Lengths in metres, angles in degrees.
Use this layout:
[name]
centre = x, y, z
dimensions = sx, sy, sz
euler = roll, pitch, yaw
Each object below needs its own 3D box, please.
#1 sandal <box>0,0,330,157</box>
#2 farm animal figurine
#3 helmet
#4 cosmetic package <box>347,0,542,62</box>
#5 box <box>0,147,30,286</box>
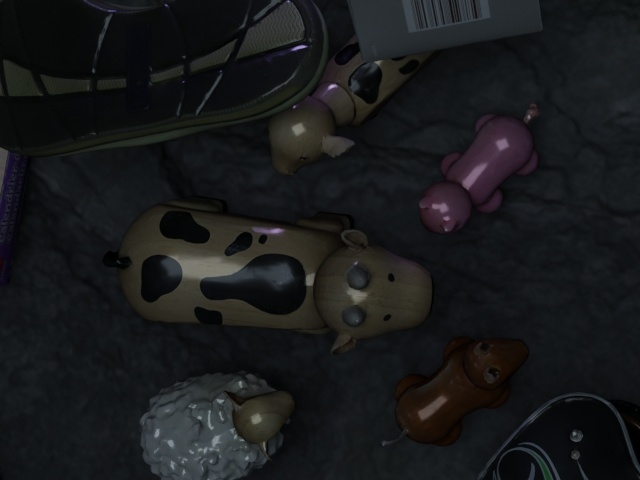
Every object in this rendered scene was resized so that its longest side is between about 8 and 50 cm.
[sandal]
centre = -0.121, -0.111, 1.229
dimensions = 0.303, 0.086, 0.120
euler = 2, 81, 29
[farm animal figurine]
centre = 0.000, 0.000, 1.243
dimensions = 0.327, 0.172, 0.330
euler = -11, 91, 11
[helmet]
centre = 0.204, 0.191, 1.224
dimensions = 0.169, 0.169, 0.161
euler = -45, 69, 10
[cosmetic package]
centre = 0.070, -0.243, 1.193
dimensions = 0.127, 0.107, 0.238
euler = -11, 55, 6
[box]
centre = -0.366, -0.089, 1.364
dimensions = 0.293, 0.057, 0.200
euler = 12, 96, 9
